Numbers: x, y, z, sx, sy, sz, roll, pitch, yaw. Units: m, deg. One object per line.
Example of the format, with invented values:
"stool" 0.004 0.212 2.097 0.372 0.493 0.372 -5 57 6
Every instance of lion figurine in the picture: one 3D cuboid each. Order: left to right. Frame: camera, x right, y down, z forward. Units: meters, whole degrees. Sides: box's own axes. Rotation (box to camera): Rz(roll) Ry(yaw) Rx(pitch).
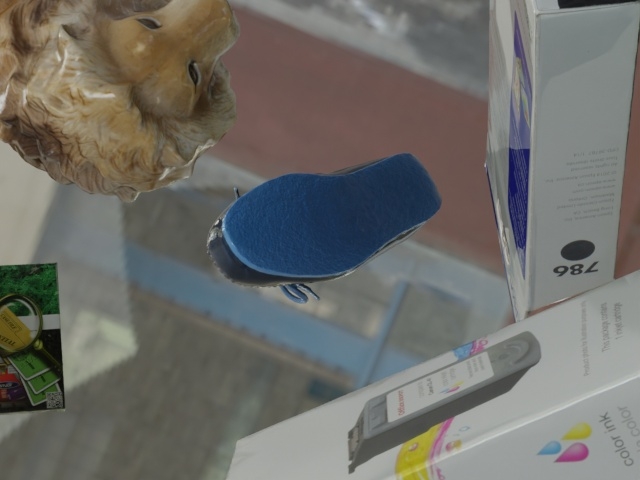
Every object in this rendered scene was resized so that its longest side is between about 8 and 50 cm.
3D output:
"lion figurine" -0.208 -0.165 0.967 0.392 0.142 0.240 28 -151 4

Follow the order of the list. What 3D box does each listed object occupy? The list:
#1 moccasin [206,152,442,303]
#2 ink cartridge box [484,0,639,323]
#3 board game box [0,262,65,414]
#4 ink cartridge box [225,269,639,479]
"moccasin" 0.000 0.000 1.877 0.342 0.138 0.117 -11 163 -48
"ink cartridge box" 0.143 -0.090 1.091 0.065 0.165 0.332 -7 145 -1
"board game box" -0.360 0.093 1.574 0.260 0.136 0.030 -4 168 -9
"ink cartridge box" 0.128 0.168 0.957 0.226 0.306 0.131 60 -165 -16
